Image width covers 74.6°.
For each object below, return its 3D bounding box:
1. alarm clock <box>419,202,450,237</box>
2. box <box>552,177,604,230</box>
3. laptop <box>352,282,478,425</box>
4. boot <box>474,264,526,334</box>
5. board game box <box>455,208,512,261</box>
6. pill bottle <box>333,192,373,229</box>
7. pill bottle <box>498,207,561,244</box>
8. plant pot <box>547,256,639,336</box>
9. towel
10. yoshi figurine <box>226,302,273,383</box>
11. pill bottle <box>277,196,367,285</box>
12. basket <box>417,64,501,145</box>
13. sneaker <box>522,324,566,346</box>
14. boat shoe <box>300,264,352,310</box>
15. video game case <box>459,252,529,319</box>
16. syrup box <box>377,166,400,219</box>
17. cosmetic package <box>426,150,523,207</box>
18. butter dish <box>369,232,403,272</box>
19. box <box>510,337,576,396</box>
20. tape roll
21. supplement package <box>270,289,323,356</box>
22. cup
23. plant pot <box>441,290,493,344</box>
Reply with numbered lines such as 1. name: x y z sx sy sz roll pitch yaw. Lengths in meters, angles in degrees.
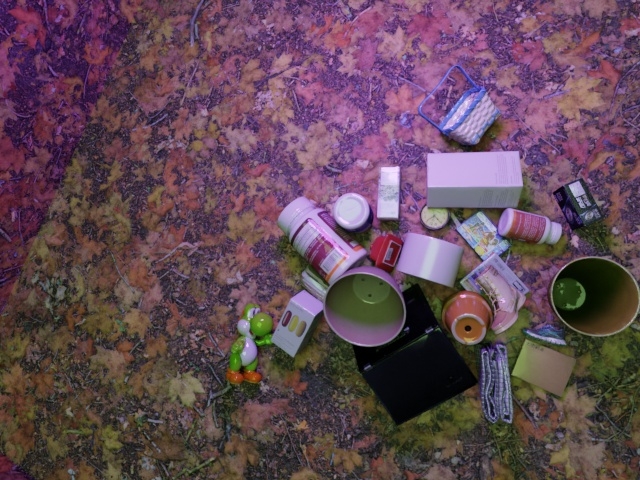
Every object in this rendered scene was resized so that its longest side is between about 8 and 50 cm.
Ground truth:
1. alarm clock: 0.497 -0.091 1.856 0.129 0.064 0.192 22 87 15
2. box: 1.029 -0.143 1.685 0.077 0.147 0.180 -24 80 11
3. laptop: 0.367 0.471 1.774 0.382 0.236 0.408 -35 34 14
4. boot: 0.688 0.228 1.659 0.203 0.095 0.262 47 52 5
5. board game box: 0.703 -0.015 1.811 0.136 0.035 0.201 -38 77 8
6. pill bottle: 0.152 -0.110 1.842 0.153 0.264 0.153 -1 85 13
7. pill bottle: 0.858 -0.052 1.724 0.216 0.121 0.121 15 88 4
8. plant pot: 0.981 0.207 1.584 0.274 0.293 0.275 -2 83 15
9. towel: 0.679 0.544 1.658 0.121 0.235 0.284 -5 83 19
10. yoshi figurine: -0.313 0.477 1.946 0.203 0.203 0.362 8 84 -1
11. pill bottle: 0.000 0.000 1.888 0.224 0.224 0.392 -46 74 6
12. basket: 0.589 -0.558 1.795 0.289 0.201 0.255 40 94 -17
13. sneaker: 0.913 0.376 1.712 0.166 0.065 0.076 14 71 12
14. boat shoe: 0.037 0.238 1.923 0.302 0.113 0.103 43 121 9
15. video game case: 0.730 0.192 1.770 0.193 0.023 0.212 -42 87 7
16. syrup box: 0.313 -0.209 1.898 0.093 0.096 0.237 1 85 16
17. cosmetic package: 0.633 -0.255 1.762 0.365 0.155 0.197 2 59 16
18. butter dish: 0.273 0.045 1.872 0.118 0.160 0.160 21 89 39
19. box: 0.905 0.516 1.711 0.201 0.021 0.164 22 90 15
20. tape roll: 0.457 0.083 1.755 0.246 0.246 0.169 16 88 15
21. supplement package: -0.098 0.370 1.882 0.139 0.134 0.244 31 113 15
22. cup: 0.199 0.239 1.758 0.331 0.237 0.331 5 111 14
23. plant pot: 0.595 0.326 1.700 0.205 0.188 0.205 3 100 16
